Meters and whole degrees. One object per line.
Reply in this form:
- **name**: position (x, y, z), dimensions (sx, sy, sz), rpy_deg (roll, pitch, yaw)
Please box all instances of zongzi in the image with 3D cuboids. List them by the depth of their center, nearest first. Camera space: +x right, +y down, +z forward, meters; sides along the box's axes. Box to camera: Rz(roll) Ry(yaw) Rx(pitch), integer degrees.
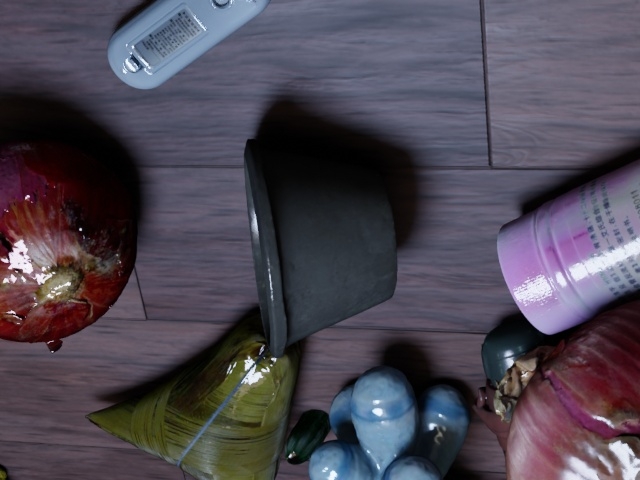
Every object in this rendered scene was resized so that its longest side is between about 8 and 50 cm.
- **zongzi**: position (-0.186, 0.206, 1.764), dimensions (0.300, 0.138, 0.286), rpy_deg (17, 122, 11)

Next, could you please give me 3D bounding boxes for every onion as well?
- **onion**: position (0.369, 0.240, 1.413), dimensions (0.354, 0.353, 0.353), rpy_deg (7, 124, 11)
- **onion**: position (-0.367, -0.004, 1.598), dimensions (0.276, 0.276, 0.276), rpy_deg (7, 124, 11)

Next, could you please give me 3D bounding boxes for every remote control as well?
- **remote control**: position (-0.156, -0.259, 1.493), dimensions (0.244, 0.047, 0.087), rpy_deg (-31, 107, 28)

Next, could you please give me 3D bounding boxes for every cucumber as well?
- **cucumber**: position (-0.020, 0.280, 1.782), dimensions (0.048, 0.105, 0.048), rpy_deg (8, 116, 17)

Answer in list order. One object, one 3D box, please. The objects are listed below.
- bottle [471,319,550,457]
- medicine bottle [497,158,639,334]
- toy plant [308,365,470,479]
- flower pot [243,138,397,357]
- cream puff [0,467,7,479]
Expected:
- **bottle**: position (0.282, 0.233, 1.639), dimensions (0.156, 0.143, 0.271), rpy_deg (-18, 102, 16)
- **medicine bottle**: position (0.348, -0.002, 1.461), dimensions (0.254, 0.152, 0.152), rpy_deg (-26, 113, 29)
- **toy plant**: position (0.101, 0.316, 1.702), dimensions (0.247, 0.247, 0.332), rpy_deg (-1, 120, 16)
- **flower pot**: position (0.000, 0.000, 1.528), dimensions (0.166, 0.269, 0.269), rpy_deg (-9, 122, -4)
- **cream puff**: position (-0.550, 0.405, 2.010), dimensions (0.146, 0.116, 0.146), rpy_deg (-3, 149, -1)
